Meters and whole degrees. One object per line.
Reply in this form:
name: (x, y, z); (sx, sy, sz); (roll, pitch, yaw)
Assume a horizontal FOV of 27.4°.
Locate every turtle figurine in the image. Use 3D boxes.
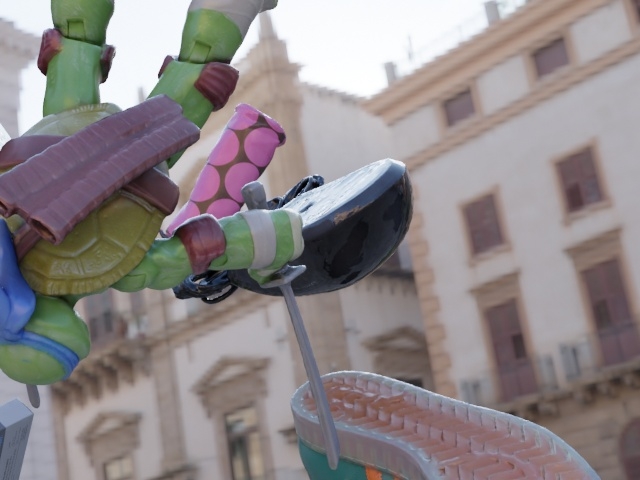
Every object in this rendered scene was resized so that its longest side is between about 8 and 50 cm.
turtle figurine: (-0.114, -0.028, 0.774); (0.197, 0.266, 0.274); (-1, -22, 38)

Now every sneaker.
sneaker: (0.098, 0.195, 0.980); (0.108, 0.121, 0.302); (-26, 28, -32)

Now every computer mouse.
computer mouse: (0.000, 0.000, 1.123); (0.188, 0.072, 0.272); (-39, 11, -27)

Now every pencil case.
pencil case: (-0.124, -0.073, 1.732); (0.095, 0.209, 0.098); (30, -4, 15)

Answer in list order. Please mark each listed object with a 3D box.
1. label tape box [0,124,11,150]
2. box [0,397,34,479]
label tape box: (-0.320, -0.106, 0.950); (0.105, 0.334, 0.241); (-30, -63, 3)
box: (-0.439, 0.285, 1.590); (0.186, 0.038, 0.145); (-24, -37, -47)
